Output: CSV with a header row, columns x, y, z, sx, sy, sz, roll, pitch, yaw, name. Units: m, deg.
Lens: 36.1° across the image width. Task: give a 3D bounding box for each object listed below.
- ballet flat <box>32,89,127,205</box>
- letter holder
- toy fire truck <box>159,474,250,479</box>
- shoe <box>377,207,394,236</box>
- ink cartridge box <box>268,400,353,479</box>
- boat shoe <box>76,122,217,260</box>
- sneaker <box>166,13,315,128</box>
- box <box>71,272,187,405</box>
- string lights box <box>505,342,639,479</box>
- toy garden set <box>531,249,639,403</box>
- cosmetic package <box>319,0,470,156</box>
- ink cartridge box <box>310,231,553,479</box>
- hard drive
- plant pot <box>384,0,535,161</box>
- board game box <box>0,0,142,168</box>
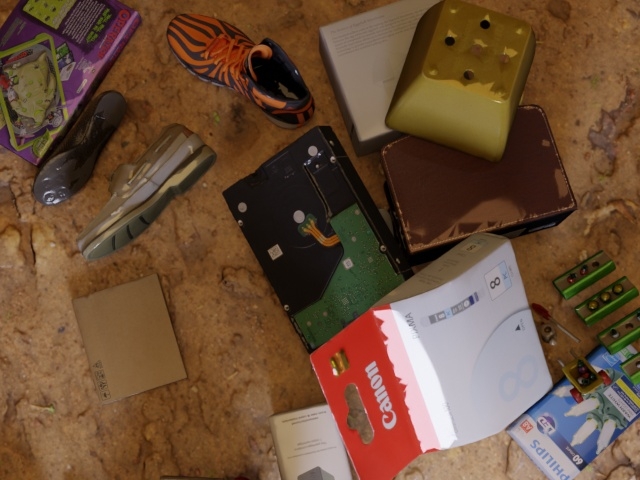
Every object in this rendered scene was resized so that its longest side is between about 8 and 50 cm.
x,y,z,sx,sy,sz,roll,pitch,yaw,name
-0.445,-0.173,1.810,0.084,0.058,0.249,35,87,-31,ballet flat
0.266,-0.100,1.751,0.302,0.152,0.214,-16,80,-3,letter holder
-0.143,0.467,1.537,0.159,0.246,0.217,13,92,-36,toy fire truck
0.094,0.022,1.778,0.064,0.081,0.177,-21,110,-33,shoe
-0.002,0.414,1.643,0.115,0.198,0.272,-13,82,-3,ink cartridge box
-0.331,-0.089,1.772,0.103,0.113,0.302,45,73,7,boat shoe
-0.142,-0.333,1.768,0.321,0.180,0.124,31,82,4,sneaker
-0.344,0.177,1.769,0.165,0.021,0.201,-17,81,-3,box
0.467,0.297,1.723,0.260,0.077,0.133,-41,81,-7,string lights box
0.475,0.147,1.705,0.204,0.049,0.244,-32,53,0,toy garden set
0.137,-0.301,1.785,0.224,0.138,0.224,-18,83,-3,cosmetic package
0.194,0.211,1.599,0.385,0.091,0.308,-34,117,-27,ink cartridge box
0.000,0.000,1.726,0.237,0.064,0.338,-34,80,26,hard drive
0.242,-0.280,1.616,0.212,0.187,0.212,18,79,4,plant pot
-0.515,-0.329,1.836,0.208,0.056,0.346,31,82,9,board game box
